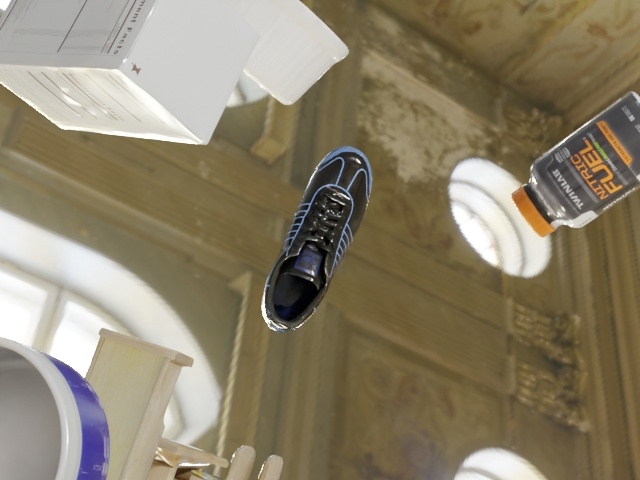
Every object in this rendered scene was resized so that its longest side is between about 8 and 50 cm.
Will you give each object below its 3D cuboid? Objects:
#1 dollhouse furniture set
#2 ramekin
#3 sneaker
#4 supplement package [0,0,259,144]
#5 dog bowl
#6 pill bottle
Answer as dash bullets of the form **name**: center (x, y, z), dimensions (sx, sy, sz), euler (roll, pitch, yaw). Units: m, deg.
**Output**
- **dollhouse furniture set**: center (-0.296, 0.351, 1.848), dimensions (0.362, 0.394, 0.257), euler (14, -103, 25)
- **ramekin**: center (-0.100, -0.341, 1.543), dimensions (0.135, 0.277, 0.277), euler (-49, -155, 6)
- **sneaker**: center (0.000, 0.000, 1.116), dimensions (0.090, 0.081, 0.232), euler (-143, -105, -85)
- **supplement package**: center (-0.210, -0.196, 0.999), dimensions (0.244, 0.134, 0.139), euler (12, -109, 39)
- **dog bowl**: center (-0.381, 0.247, 1.113), dimensions (0.264, 0.104, 0.265), euler (-5, -108, 15)
- **pill bottle**: center (0.417, -0.107, 1.498), dimensions (0.245, 0.130, 0.130), euler (-37, -149, 18)
